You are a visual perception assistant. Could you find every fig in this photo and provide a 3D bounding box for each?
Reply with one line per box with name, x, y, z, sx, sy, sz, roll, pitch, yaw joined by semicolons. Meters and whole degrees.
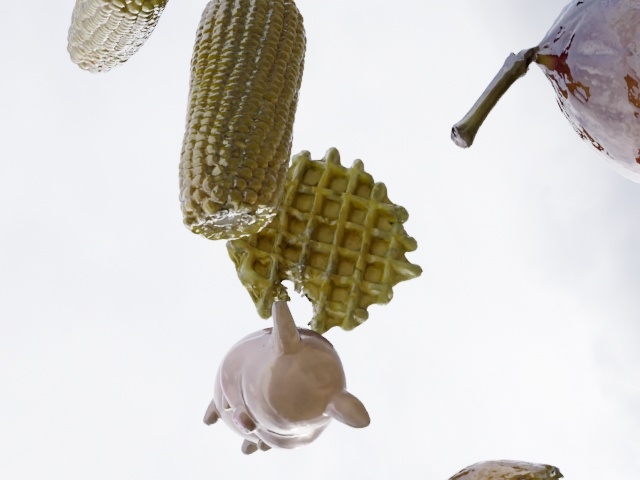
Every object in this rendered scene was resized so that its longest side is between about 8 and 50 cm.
fig;0.254;-0.152;1.132;0.186;0.249;0.204;-48;-34;-61

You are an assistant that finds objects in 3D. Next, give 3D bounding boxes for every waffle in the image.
waffle;0.000;0.001;1.849;0.250;0.056;0.261;-26;-112;-13

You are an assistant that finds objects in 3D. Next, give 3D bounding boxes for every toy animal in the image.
toy animal;-0.046;0.177;1.650;0.166;0.250;0.154;35;-108;-10

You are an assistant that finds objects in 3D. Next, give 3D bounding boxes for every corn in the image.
corn;-0.092;-0.157;1.608;0.144;0.144;0.387;39;-139;-38
corn;-0.230;-0.266;1.566;0.101;0.310;0.101;3;-103;-14

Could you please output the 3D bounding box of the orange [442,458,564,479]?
orange;0.118;0.232;1.043;0.170;0.112;0.160;-60;-9;-22
